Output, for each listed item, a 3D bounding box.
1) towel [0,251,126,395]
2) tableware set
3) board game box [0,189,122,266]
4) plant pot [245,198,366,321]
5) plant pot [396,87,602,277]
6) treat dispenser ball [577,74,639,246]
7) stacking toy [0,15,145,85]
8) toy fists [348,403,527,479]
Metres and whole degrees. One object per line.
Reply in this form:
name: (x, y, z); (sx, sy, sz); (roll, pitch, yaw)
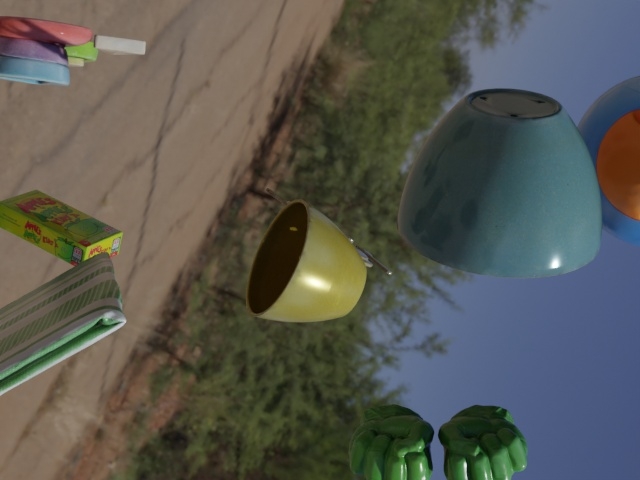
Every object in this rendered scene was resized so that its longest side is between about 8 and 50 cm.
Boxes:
towel: (-0.361, 0.113, 1.206); (0.248, 0.038, 0.325); (-31, -164, -9)
tableware set: (0.000, 0.000, 1.309); (0.039, 0.128, 0.194); (-58, -144, 7)
board game box: (-0.420, -0.019, 1.543); (0.092, 0.181, 0.043); (-32, 143, -59)
plant pot: (-0.008, 0.035, 1.042); (0.134, 0.095, 0.134); (-48, -151, 37)
plant pot: (0.259, -0.100, 1.347); (0.290, 0.290, 0.195); (-65, 159, -61)
treat dispenser ball: (0.557, -0.130, 1.577); (0.288, 0.288, 0.288); (23, 90, -89)
stacking toy: (-0.466, -0.279, 1.581); (0.280, 0.309, 0.130); (1, 96, -46)
toy fists: (0.183, 0.326, 1.511); (0.142, 0.279, 0.096); (-82, 170, -59)
